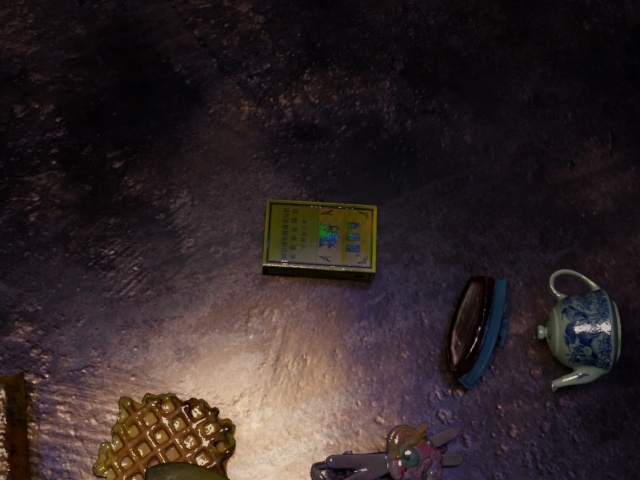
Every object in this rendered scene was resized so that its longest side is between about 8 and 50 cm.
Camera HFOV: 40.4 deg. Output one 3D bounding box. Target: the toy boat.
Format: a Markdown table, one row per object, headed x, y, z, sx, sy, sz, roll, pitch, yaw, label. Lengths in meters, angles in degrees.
| x | y | z | sx | sy | sz | roll | pitch | yaw | label |
| --- | --- | --- | --- | --- | --- | --- | --- | --- | --- |
| 0.302 | 0.172 | 1.642 | 0.097 | 0.100 | 0.223 | 28 | 71 | -32 | toy boat |

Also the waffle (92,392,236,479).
| x | y | z | sx | sy | sz | roll | pitch | yaw | label |
| --- | --- | --- | --- | --- | --- | --- | --- | --- | --- |
| -0.276 | 0.388 | 1.533 | 0.243 | 0.059 | 0.238 | 7 | 73 | 0 | waffle |

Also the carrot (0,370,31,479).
| x | y | z | sx | sy | sz | roll | pitch | yaw | label |
| --- | --- | --- | --- | --- | --- | --- | --- | --- | --- |
| -0.550 | 0.371 | 1.484 | 0.114 | 0.114 | 0.302 | -7 | 69 | -7 | carrot |

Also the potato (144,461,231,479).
| x | y | z | sx | sy | sz | roll | pitch | yaw | label |
| --- | --- | --- | --- | --- | --- | --- | --- | --- | --- |
| -0.219 | 0.491 | 1.428 | 0.269 | 0.112 | 0.255 | -29 | 92 | -16 | potato |

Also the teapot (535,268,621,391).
| x | y | z | sx | sy | sz | roll | pitch | yaw | label |
| --- | --- | --- | --- | --- | --- | --- | --- | --- | --- |
| 0.475 | 0.167 | 1.624 | 0.159 | 0.159 | 0.232 | 2 | 73 | -4 | teapot |

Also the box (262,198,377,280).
| x | y | z | sx | sy | sz | roll | pitch | yaw | label |
| --- | --- | --- | --- | --- | --- | --- | --- | --- | --- |
| 0.000 | 0.000 | 1.691 | 0.220 | 0.064 | 0.141 | 2 | 69 | -2 | box |

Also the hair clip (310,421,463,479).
| x | y | z | sx | sy | sz | roll | pitch | yaw | label |
| --- | --- | --- | --- | --- | --- | --- | --- | --- | --- |
| 0.124 | 0.400 | 1.536 | 0.278 | 0.090 | 0.137 | -10 | 79 | -8 | hair clip |
